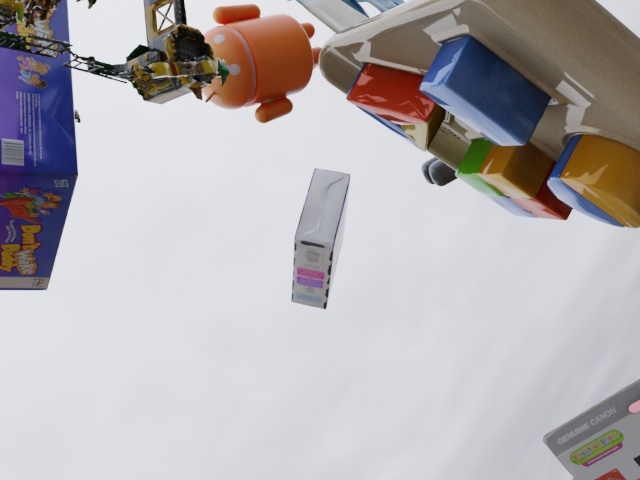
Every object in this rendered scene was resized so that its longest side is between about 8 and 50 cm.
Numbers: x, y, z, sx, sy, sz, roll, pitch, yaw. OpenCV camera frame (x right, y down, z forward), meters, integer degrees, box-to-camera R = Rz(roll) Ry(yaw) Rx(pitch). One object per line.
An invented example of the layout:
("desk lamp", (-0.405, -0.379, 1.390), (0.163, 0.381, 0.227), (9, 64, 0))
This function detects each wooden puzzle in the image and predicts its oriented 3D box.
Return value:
("wooden puzzle", (0.177, -0.103, 0.717), (0.322, 0.348, 0.081), (31, -100, -20))

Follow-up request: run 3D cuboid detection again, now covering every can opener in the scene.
("can opener", (0.313, -0.163, 1.335), (0.280, 0.074, 0.093), (-25, -78, -9))

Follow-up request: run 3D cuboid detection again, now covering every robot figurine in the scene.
("robot figurine", (-0.098, -0.270, 1.154), (0.219, 0.128, 0.158), (-22, -53, -32))

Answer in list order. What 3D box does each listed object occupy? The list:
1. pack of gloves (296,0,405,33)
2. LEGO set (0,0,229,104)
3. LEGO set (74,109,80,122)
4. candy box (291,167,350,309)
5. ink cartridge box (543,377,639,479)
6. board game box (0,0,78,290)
("pack of gloves", (-0.005, -0.312, 0.956), (0.195, 0.232, 0.046), (-45, -12, -48))
("LEGO set", (-0.170, -0.259, 0.635), (0.331, 0.192, 0.255), (17, -112, -50))
("LEGO set", (-0.377, -0.179, 1.061), (0.083, 0.024, 0.054), (2, -13, -28))
("candy box", (0.000, 0.000, 1.349), (0.196, 0.070, 0.165), (95, -172, -53))
("ink cartridge box", (0.497, 0.258, 0.992), (0.309, 0.272, 0.130), (-41, 0, 26))
("board game box", (-0.344, -0.150, 0.873), (0.078, 0.347, 0.233), (3, -32, -27))
